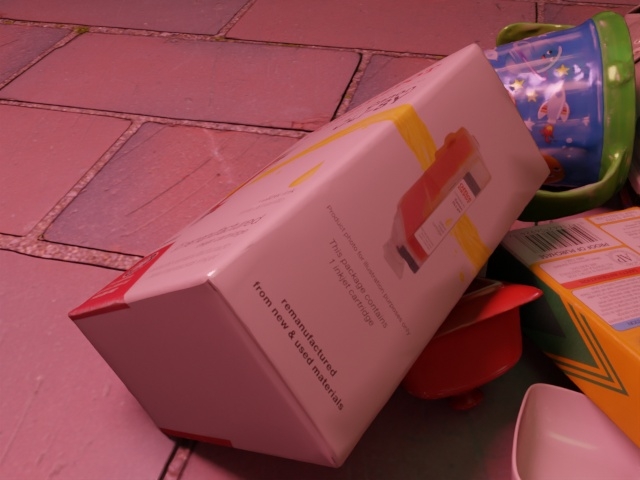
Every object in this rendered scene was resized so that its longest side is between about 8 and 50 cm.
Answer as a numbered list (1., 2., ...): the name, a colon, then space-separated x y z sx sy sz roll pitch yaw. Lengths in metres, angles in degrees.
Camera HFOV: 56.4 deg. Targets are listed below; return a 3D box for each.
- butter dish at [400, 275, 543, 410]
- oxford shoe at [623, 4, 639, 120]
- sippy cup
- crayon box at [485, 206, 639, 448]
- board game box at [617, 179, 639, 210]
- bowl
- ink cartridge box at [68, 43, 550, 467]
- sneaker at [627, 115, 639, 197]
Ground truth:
1. butter dish: 0.125 0.107 0.579 0.160 0.118 0.160 -20 5 -8
2. oxford shoe: 0.548 -0.290 0.969 0.169 0.130 0.449 16 42 19
3. sippy cup: 0.283 -0.174 0.815 0.224 0.240 0.305 -1 18 16
4. crayon box: 0.330 0.086 0.559 0.203 0.083 0.323 -10 31 -16
5. board game box: 0.485 -0.071 0.818 0.145 0.027 0.281 4 42 8
6. bowl: 0.229 0.196 0.497 0.142 0.053 0.142 16 29 19
7. ink cartridge box: 0.000 0.000 0.573 0.279 0.160 0.385 -17 21 50
8. sneaker: 0.454 -0.024 0.637 0.145 0.147 0.384 -20 56 0
